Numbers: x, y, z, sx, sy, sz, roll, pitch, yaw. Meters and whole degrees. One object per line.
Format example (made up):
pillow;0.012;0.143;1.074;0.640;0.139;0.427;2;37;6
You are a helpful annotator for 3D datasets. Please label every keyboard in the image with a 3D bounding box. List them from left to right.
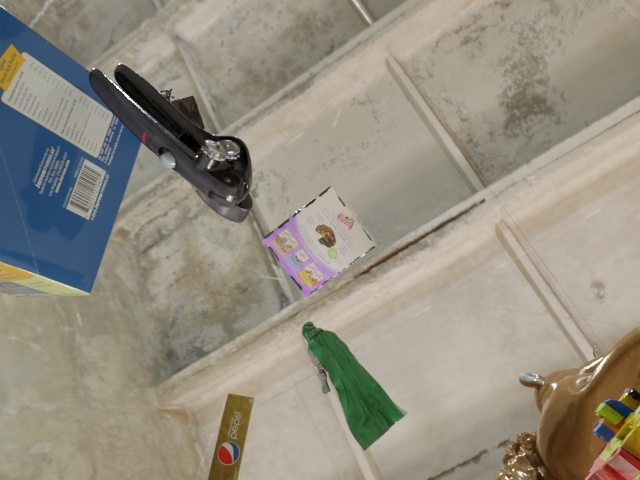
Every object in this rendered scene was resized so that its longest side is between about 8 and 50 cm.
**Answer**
keyboard;-0.280;-0.227;0.892;0.038;0.192;0.100;-8;-70;17

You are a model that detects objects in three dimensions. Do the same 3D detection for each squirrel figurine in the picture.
squirrel figurine;0.428;0.342;0.826;0.281;0.370;0.397;45;-88;5

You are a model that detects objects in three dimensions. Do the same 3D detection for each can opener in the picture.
can opener;-0.129;-0.089;0.413;0.186;0.059;0.073;41;-55;8

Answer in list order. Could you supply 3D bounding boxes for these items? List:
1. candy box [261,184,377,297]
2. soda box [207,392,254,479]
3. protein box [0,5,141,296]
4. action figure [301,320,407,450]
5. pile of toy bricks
candy box;0.000;0.000;1.078;0.196;0.070;0.165;-36;-89;11
soda box;-0.191;0.428;1.044;0.061;0.058;0.182;12;-125;-5
protein box;-0.298;-0.074;0.432;0.135;0.201;0.200;-5;-116;33
action figure;0.040;0.238;0.858;0.232;0.137;0.063;54;-56;18
pile of toy bricks;0.263;0.194;0.389;0.118;0.212;0.105;40;-88;28
